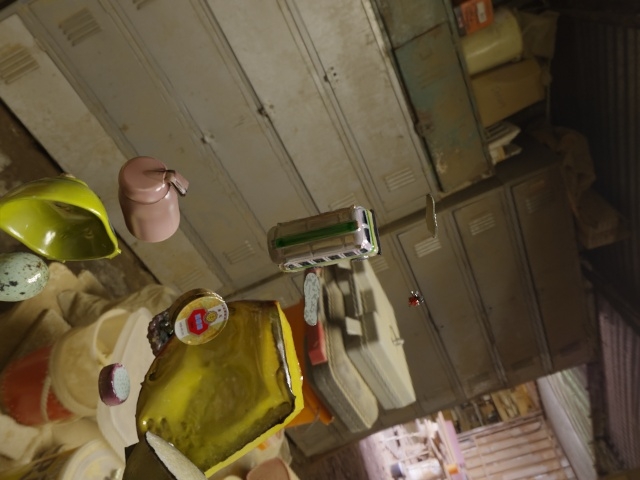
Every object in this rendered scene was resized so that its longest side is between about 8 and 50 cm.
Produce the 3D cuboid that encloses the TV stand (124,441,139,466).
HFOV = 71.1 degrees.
[{"bbox_3d":[-0.445,0.631,1.364,0.082,0.270,0.088,88,-19,-52],"label":"TV stand"}]

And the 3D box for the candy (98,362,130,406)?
[{"bbox_3d":[-0.510,0.357,1.109,0.103,0.043,0.103,169,-90,-89],"label":"candy"}]

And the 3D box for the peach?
[{"bbox_3d":[-0.196,0.306,0.979,0.306,0.380,0.242,50,-5,11],"label":"peach"}]

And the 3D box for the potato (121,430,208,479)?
[{"bbox_3d":[-0.255,0.421,0.730,0.202,0.117,0.182,21,-32,44],"label":"potato"}]

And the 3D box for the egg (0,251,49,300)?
[{"bbox_3d":[-0.522,0.061,0.756,0.085,0.110,0.085,171,-90,-68],"label":"egg"}]

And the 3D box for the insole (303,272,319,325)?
[{"bbox_3d":[-0.029,0.182,1.414,0.065,0.006,0.193,29,43,-29],"label":"insole"}]

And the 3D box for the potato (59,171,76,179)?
[{"bbox_3d":[-0.620,-0.140,1.101,0.047,0.092,0.045,-2,81,-36],"label":"potato"}]

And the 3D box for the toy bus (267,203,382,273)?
[{"bbox_3d":[0.000,0.000,1.269,0.179,0.306,0.143,17,63,-69],"label":"toy bus"}]

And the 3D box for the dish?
[{"bbox_3d":[-0.570,-0.057,1.006,0.262,0.221,0.108,89,-3,-59],"label":"dish"}]

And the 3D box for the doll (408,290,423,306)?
[{"bbox_3d":[0.391,0.249,1.873,0.114,0.057,0.039,110,-3,-56],"label":"doll"}]

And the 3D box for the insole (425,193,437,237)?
[{"bbox_3d":[0.390,-0.085,1.578,0.063,0.010,0.192,-124,-166,-46],"label":"insole"}]

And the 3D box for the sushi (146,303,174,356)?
[{"bbox_3d":[-0.481,0.327,1.615,0.236,0.270,0.170,44,-29,20],"label":"sushi"}]

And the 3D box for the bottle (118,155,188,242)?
[{"bbox_3d":[-0.511,-0.128,1.378,0.296,0.207,0.173,116,-18,-59],"label":"bottle"}]

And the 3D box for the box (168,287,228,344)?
[{"bbox_3d":[-0.225,0.140,0.828,0.037,0.105,0.105,35,-17,46],"label":"box"}]
